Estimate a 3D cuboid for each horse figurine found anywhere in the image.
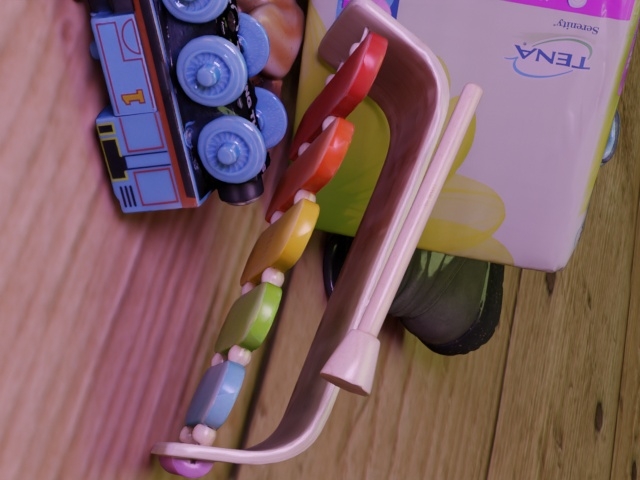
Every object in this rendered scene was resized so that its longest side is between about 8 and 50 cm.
[{"bbox_3d":[-0.057,-0.180,0.925,0.174,0.066,0.263,-11,97,-61],"label":"horse figurine"}]

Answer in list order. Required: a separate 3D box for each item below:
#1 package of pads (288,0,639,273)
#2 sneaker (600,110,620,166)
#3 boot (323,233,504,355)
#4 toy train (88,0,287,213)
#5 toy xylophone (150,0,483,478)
[{"bbox_3d":[0.103,-0.129,0.968,0.101,0.229,0.297,-73,173,-55],"label":"package of pads"},{"bbox_3d":[0.221,-0.089,1.206,0.283,0.122,0.110,-26,104,-53],"label":"sneaker"},{"bbox_3d":[0.098,-0.078,1.211,0.222,0.118,0.338,35,52,-55],"label":"boot"},{"bbox_3d":[-0.086,-0.104,0.800,0.080,0.105,0.184,-63,144,-63],"label":"toy train"},{"bbox_3d":[0.000,0.000,0.817,0.236,0.081,0.323,133,-21,-68],"label":"toy xylophone"}]
